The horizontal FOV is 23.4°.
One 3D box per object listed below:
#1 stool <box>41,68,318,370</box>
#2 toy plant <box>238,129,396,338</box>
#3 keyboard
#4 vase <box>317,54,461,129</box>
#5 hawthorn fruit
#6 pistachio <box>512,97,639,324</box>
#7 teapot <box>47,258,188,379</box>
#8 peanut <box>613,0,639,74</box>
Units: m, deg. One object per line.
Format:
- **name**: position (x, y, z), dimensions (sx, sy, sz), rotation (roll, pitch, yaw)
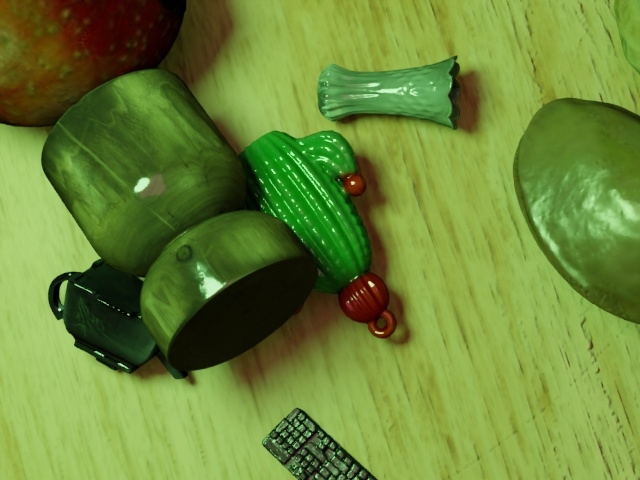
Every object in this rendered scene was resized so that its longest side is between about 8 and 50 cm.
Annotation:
- **stool**: position (-0.146, -0.023, 1.576), dimensions (0.179, 0.179, 0.264), rotation (-36, 68, 0)
- **toy plant**: position (-0.014, -0.002, 1.641), dimensions (0.154, 0.088, 0.240), rotation (-12, 88, 17)
- **keyboard**: position (0.025, 0.259, 1.620), dimensions (0.195, 0.018, 0.060), rotation (42, 85, 12)
- **vase**: position (0.073, -0.158, 1.662), dimensions (0.149, 0.081, 0.081), rotation (1, 80, 12)
- **hawthorn fruit**: position (-0.281, -0.265, 1.623), dimensions (0.316, 0.316, 0.316), rotation (-1, 80, 8)
- **pistachio**: position (0.307, -0.031, 1.563), dimensions (0.260, 0.163, 0.213), rotation (30, 59, 16)
- **teapot**: position (-0.216, 0.094, 1.655), dimensions (0.177, 0.087, 0.096), rotation (26, 113, 11)
- **peanut**: position (0.370, -0.306, 1.621), dimensions (0.130, 0.130, 0.290), rotation (-1, 77, 8)
